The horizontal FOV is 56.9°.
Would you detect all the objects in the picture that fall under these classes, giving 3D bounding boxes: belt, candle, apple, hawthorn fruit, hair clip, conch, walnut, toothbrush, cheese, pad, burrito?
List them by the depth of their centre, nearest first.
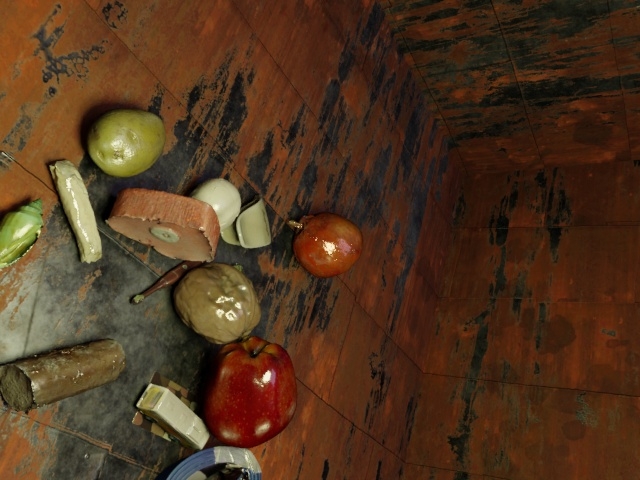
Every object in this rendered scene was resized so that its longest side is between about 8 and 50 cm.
[{"bbox_3d":[-0.698,-0.016,1.365,0.200,0.080,0.095,-62,153,-13],"label":"conch"},{"bbox_3d":[-0.618,-0.070,1.506,0.082,0.059,0.275,-47,128,-66],"label":"burrito"},{"bbox_3d":[-0.402,-0.057,1.628,0.317,0.287,0.131,27,65,-37],"label":"candle"},{"bbox_3d":[-0.345,0.737,1.759,0.347,0.117,0.212,-3,65,-45],"label":"belt"},{"bbox_3d":[-0.455,0.512,1.780,0.235,0.003,0.158,50,48,-44],"label":"pad"},{"bbox_3d":[-0.210,0.461,1.785,0.288,0.288,0.316,-15,114,-57],"label":"apple"},{"bbox_3d":[-0.439,0.103,1.795,0.364,0.041,0.040,-38,120,-52],"label":"toothbrush"},{"bbox_3d":[-0.311,0.187,1.803,0.273,0.273,0.227,-54,174,-44],"label":"walnut"},{"bbox_3d":[-0.338,-0.108,1.850,0.154,0.189,0.198,49,39,-2],"label":"cheese"},{"bbox_3d":[-0.237,-0.056,2.053,0.282,0.113,0.172,-29,113,-55],"label":"hair clip"},{"bbox_3d":[0.000,0.000,2.314,0.307,0.276,0.276,33,58,-25],"label":"hawthorn fruit"}]

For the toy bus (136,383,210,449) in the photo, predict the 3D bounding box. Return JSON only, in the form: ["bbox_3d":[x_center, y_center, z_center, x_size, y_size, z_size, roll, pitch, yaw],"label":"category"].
[{"bbox_3d":[-0.422,0.521,1.729,0.268,0.106,0.092,60,45,-38],"label":"toy bus"}]

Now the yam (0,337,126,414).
[{"bbox_3d":[-0.617,0.323,1.430,0.280,0.131,0.131,-7,95,-58],"label":"yam"}]

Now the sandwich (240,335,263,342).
[{"bbox_3d":[-0.244,0.480,2.033,0.251,0.087,0.226,-60,136,-39],"label":"sandwich"}]

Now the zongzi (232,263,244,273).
[{"bbox_3d":[-0.308,0.134,1.990,0.119,0.055,0.109,-3,89,-46],"label":"zongzi"}]

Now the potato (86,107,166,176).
[{"bbox_3d":[-0.513,-0.274,1.596,0.251,0.159,0.174,-53,156,-56],"label":"potato"}]
